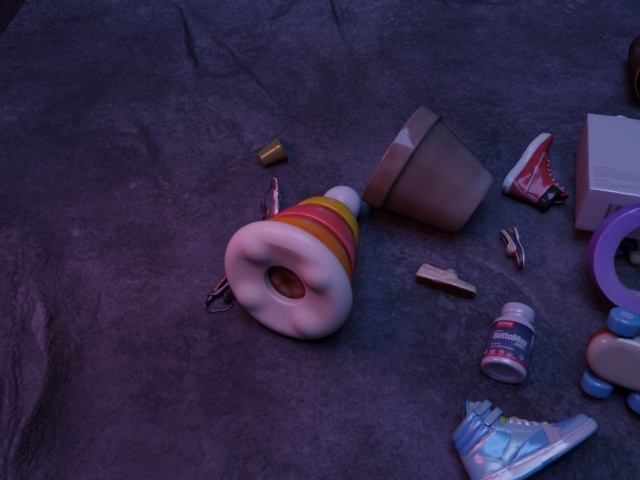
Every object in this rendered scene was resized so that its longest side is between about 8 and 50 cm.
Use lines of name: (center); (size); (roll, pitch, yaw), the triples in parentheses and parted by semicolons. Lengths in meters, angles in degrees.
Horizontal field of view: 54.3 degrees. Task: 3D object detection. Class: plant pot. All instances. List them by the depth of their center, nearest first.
plant pot: (0.319, -0.172, 1.759); (0.280, 0.323, 0.323); (34, 62, 7)
plant pot: (-0.157, -0.277, 1.995); (0.079, 0.083, 0.083); (-31, 56, -1)
plant pot: (1.102, -0.587, 2.042); (0.216, 0.215, 0.230); (-2, 39, 4)

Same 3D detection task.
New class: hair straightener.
hair straightener: (-0.234, 0.113, 1.729); (0.089, 0.047, 0.230); (30, 62, 24)

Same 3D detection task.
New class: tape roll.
tape roll: (0.819, 0.047, 1.557); (0.275, 0.090, 0.274); (1, 97, 11)

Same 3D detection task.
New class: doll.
doll: (0.807, -0.001, 1.718); (0.129, 0.046, 0.189); (-24, 54, -21)

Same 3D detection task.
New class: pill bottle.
pill bottle: (0.467, 0.247, 1.532); (0.108, 0.108, 0.180); (16, 57, 16)

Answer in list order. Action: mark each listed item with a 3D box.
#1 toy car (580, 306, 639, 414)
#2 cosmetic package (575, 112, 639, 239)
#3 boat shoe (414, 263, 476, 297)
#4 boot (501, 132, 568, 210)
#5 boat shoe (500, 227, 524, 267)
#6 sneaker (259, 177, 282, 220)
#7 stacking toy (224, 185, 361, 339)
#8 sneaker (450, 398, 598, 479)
toy car: (0.749, 0.246, 1.486); (0.210, 0.219, 0.238); (19, 29, 19)
cosmetic package: (0.832, -0.190, 1.756); (0.197, 0.155, 0.365); (12, 45, 13)
boat shoe: (0.341, 0.102, 1.676); (0.170, 0.063, 0.059); (19, 64, 19)
boot: (0.675, -0.201, 1.856); (0.176, 0.088, 0.244); (29, 70, 23)
boat shoe: (0.533, 0.020, 1.728); (0.043, 0.049, 0.137); (-7, 51, 4)
sneaker: (-0.154, -0.124, 1.890); (0.065, 0.061, 0.157); (-7, 53, 8)
stacking toy: (0.000, 0.000, 1.685); (0.351, 0.350, 0.480); (19, 40, 18)
sneaker: (0.440, 0.418, 1.400); (0.319, 0.127, 0.208); (-23, 57, -13)
